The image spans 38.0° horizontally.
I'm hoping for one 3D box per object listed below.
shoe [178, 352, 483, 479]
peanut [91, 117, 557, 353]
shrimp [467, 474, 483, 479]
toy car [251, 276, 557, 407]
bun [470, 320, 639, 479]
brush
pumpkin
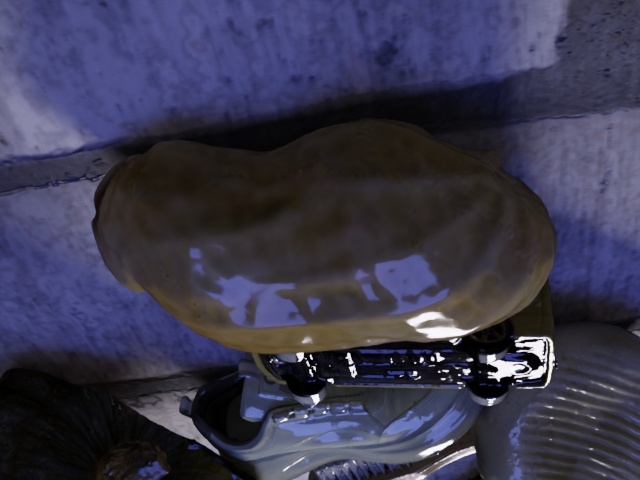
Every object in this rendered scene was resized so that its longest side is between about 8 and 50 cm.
[{"bbox_3d":[-0.007,0.147,0.898,0.316,0.124,0.159,-26,133,30],"label":"shoe"},{"bbox_3d":[0.001,0.005,0.694,0.339,0.158,0.174,-10,144,9],"label":"peanut"},{"bbox_3d":[0.284,0.335,1.186,0.360,0.085,0.247,-30,140,24],"label":"shrimp"},{"bbox_3d":[0.072,0.068,0.806,0.256,0.125,0.101,-1,143,11],"label":"toy car"},{"bbox_3d":[0.236,0.177,0.917,0.231,0.133,0.231,-6,105,-22],"label":"bun"},{"bbox_3d":[0.127,0.220,1.043,0.327,0.070,0.065,-19,128,17],"label":"brush"},{"bbox_3d":[-0.217,0.285,0.904,0.324,0.232,0.242,24,141,-3],"label":"pumpkin"}]
